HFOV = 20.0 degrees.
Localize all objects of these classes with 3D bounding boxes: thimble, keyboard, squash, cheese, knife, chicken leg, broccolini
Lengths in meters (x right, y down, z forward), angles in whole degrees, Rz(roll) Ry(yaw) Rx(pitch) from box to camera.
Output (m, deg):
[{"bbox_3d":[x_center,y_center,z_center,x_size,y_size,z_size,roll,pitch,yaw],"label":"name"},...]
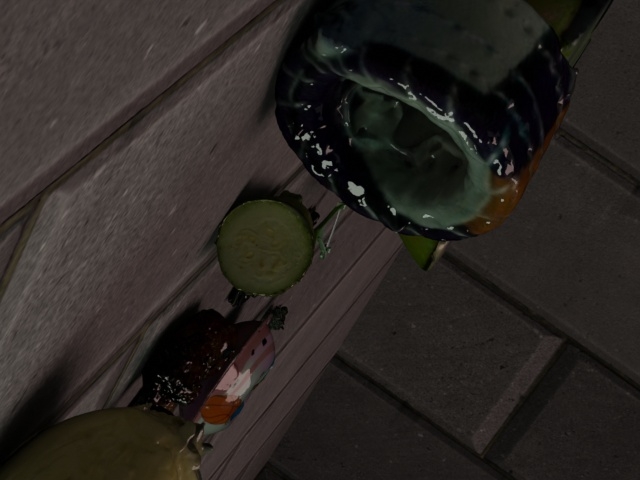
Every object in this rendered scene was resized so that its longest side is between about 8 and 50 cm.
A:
[{"bbox_3d":[0.080,-0.121,1.474,0.150,0.237,0.237,-57,176,-32],"label":"thimble"},{"bbox_3d":[-0.049,0.019,2.131,0.072,0.023,0.231,-60,173,22],"label":"keyboard"},{"bbox_3d":[-0.040,-0.014,1.775,0.094,0.094,0.224,-57,-179,13],"label":"squash"},{"bbox_3d":[-0.112,0.169,2.223,0.189,0.074,0.286,-53,175,-5],"label":"cheese"},{"bbox_3d":[-0.003,-0.001,2.197,0.166,0.022,0.078,-41,145,-74],"label":"knife"},{"bbox_3d":[-0.131,0.122,1.842,0.105,0.063,0.234,-52,177,19],"label":"chicken leg"},{"bbox_3d":[-0.060,0.102,2.557,0.140,0.030,0.035,-49,137,-81],"label":"broccolini"}]

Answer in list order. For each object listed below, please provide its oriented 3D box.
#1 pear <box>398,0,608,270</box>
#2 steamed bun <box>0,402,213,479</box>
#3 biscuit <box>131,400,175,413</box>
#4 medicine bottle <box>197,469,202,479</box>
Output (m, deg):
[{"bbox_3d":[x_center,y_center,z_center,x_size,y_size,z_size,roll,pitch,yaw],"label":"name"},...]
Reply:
[{"bbox_3d":[0.166,-0.173,2.088,0.399,0.165,0.399,-55,174,-8],"label":"pear"},{"bbox_3d":[-0.208,0.247,1.441,0.273,0.166,0.232,-59,164,-19],"label":"steamed bun"},{"bbox_3d":[-0.186,0.199,1.968,0.064,0.034,0.199,-53,175,-20],"label":"biscuit"},{"bbox_3d":[-0.207,0.295,1.811,0.139,0.139,0.225,-50,172,-44],"label":"medicine bottle"}]
